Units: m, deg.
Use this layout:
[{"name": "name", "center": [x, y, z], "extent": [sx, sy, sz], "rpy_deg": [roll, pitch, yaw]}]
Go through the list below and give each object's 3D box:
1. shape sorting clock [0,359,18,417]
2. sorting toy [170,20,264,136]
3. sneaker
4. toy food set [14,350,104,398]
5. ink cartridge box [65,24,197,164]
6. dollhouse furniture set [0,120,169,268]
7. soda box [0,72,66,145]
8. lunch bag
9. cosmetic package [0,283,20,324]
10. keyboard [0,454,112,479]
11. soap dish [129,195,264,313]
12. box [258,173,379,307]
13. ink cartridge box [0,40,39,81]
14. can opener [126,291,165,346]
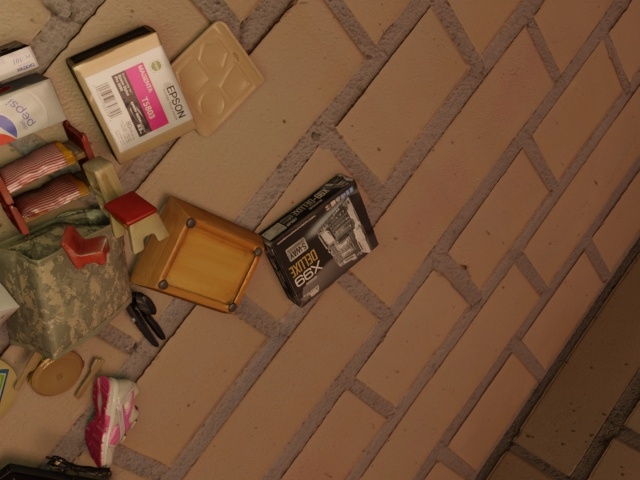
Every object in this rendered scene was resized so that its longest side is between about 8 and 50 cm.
[{"name": "shape sorting clock", "center": [-0.765, 0.335, 1.577], "extent": [0.206, 0.040, 0.206], "rpy_deg": [-16, 124, -26]}, {"name": "sorting toy", "center": [-0.256, -0.375, 1.694], "extent": [0.208, 0.038, 0.193], "rpy_deg": [-45, 129, -9]}, {"name": "sneaker", "center": [-0.502, 0.450, 1.789], "extent": [0.111, 0.103, 0.252], "rpy_deg": [1, 112, -42]}, {"name": "toy food set", "center": [-0.613, 0.302, 1.692], "extent": [0.132, 0.038, 0.192], "rpy_deg": [-57, 142, 2]}, {"name": "ink cartridge box", "center": [-0.399, -0.310, 1.554], "extent": [0.193, 0.088, 0.235], "rpy_deg": [-29, 124, -14]}, {"name": "dollhouse furniture set", "center": [-0.486, -0.086, 1.409], "extent": [0.201, 0.374, 0.152], "rpy_deg": [-32, 129, -26]}, {"name": "soda box", "center": [-0.651, -0.230, 1.401], "extent": [0.286, 0.098, 0.091], "rpy_deg": [-30, 124, -26]}, {"name": "lunch bag", "center": [-0.531, 0.076, 1.566], "extent": [0.287, 0.168, 0.235], "rpy_deg": [-36, 132, -53]}, {"name": "cosmetic package", "center": [-0.758, 0.204, 1.293], "extent": [0.284, 0.377, 0.097], "rpy_deg": [-40, 87, 9]}, {"name": "keyboard", "center": [-0.610, 0.576, 1.749], "extent": [0.201, 0.033, 0.317], "rpy_deg": [-35, 138, 25]}, {"name": "soap dish", "center": [-0.289, 0.049, 1.782], "extent": [0.290, 0.118, 0.229], "rpy_deg": [25, 92, -40]}, {"name": "box", "center": [0.000, 0.000, 2.014], "extent": [0.307, 0.076, 0.242], "rpy_deg": [-38, 127, -21]}, {"name": "ink cartridge box", "center": [-0.648, -0.315, 1.367], "extent": [0.207, 0.097, 0.046], "rpy_deg": [-31, 124, -24]}, {"name": "can opener", "center": [-0.429, 0.195, 1.774], "extent": [0.059, 0.073, 0.186], "rpy_deg": [-40, 137, -29]}]
